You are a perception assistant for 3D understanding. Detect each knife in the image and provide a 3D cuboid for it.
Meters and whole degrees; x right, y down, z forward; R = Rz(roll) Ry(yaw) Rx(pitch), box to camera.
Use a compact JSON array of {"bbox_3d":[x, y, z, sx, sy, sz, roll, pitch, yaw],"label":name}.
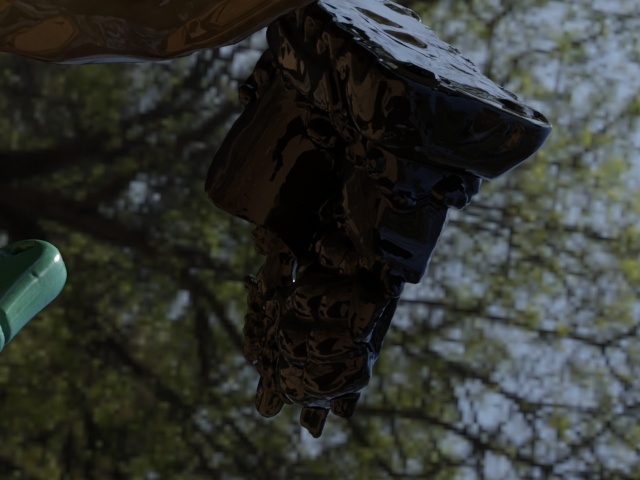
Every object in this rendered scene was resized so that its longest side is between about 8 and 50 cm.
[{"bbox_3d":[-0.211,0.068,0.870,0.260,0.063,0.034,-62,142,-60],"label":"knife"}]

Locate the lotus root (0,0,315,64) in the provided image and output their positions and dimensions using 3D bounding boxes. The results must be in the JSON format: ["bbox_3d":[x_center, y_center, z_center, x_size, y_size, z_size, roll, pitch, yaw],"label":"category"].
[{"bbox_3d":[-0.097,-0.211,0.482,0.375,0.390,0.111,-15,-127,25],"label":"lotus root"}]

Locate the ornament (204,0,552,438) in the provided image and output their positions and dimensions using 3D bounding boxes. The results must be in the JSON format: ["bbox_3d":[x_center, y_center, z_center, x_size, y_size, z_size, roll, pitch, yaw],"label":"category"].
[{"bbox_3d":[0.000,0.000,0.857,0.251,0.106,0.260,-128,-127,-60],"label":"ornament"}]
